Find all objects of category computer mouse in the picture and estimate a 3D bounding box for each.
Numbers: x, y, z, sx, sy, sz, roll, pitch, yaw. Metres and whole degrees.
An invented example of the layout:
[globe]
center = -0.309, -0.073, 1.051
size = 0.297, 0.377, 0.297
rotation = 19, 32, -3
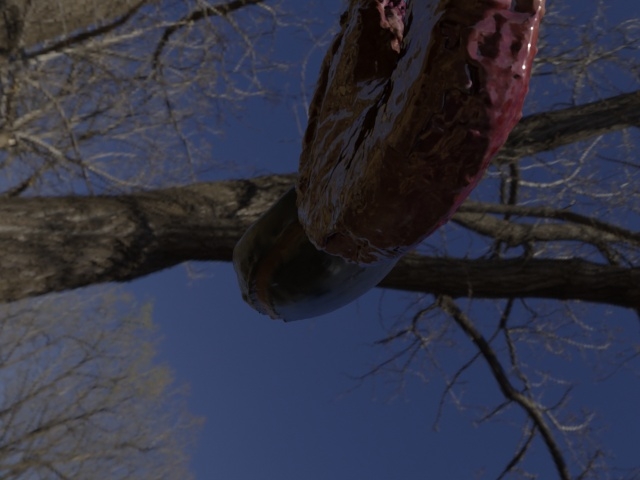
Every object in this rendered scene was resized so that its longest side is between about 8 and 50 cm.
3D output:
[computer mouse]
center = 0.003, 0.004, 0.715
size = 0.116, 0.183, 0.323
rotation = 52, -8, 1

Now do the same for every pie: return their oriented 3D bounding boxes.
[pie]
center = 0.045, -0.089, 0.422
size = 0.219, 0.054, 0.204
rotation = -43, -146, 54

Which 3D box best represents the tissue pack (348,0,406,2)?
[tissue pack]
center = 0.067, -0.339, 0.792
size = 0.082, 0.169, 0.120
rotation = 3, -33, 46
